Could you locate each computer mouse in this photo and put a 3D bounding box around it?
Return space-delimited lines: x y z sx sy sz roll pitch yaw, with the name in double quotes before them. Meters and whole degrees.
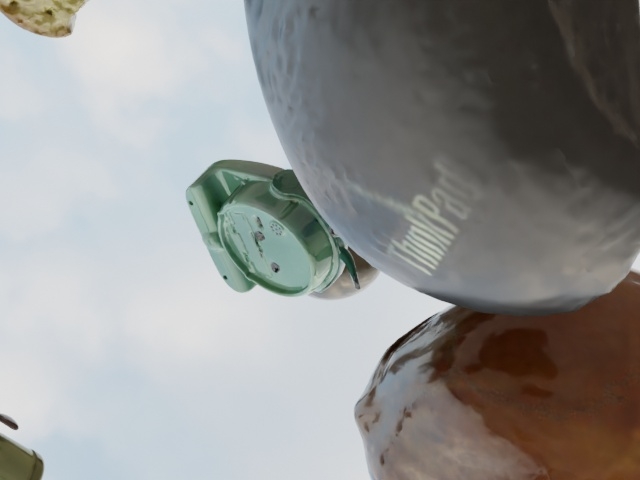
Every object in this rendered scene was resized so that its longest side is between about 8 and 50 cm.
"computer mouse" 0.032 -0.099 0.568 0.100 0.269 0.170 -10 -178 -37

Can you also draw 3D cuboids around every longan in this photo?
"longan" 0.000 0.000 1.359 0.119 0.106 0.106 37 -144 -17

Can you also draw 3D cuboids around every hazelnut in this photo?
"hazelnut" 0.109 0.100 0.731 0.182 0.182 0.182 10 -140 -9

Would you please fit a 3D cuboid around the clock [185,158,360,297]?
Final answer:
"clock" -0.025 -0.004 1.038 0.135 0.101 0.041 7 -138 41

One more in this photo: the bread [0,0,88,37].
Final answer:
"bread" -0.171 -0.191 0.801 0.103 0.187 0.065 -29 -140 12

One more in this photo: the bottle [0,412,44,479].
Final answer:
"bottle" -0.247 0.149 1.080 0.101 0.047 0.063 40 -110 -29
